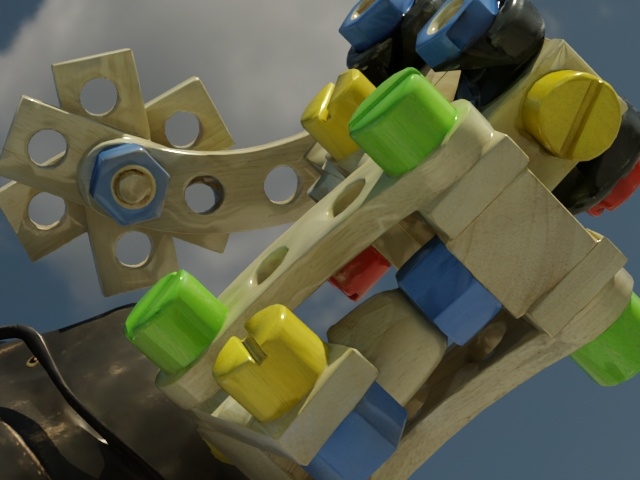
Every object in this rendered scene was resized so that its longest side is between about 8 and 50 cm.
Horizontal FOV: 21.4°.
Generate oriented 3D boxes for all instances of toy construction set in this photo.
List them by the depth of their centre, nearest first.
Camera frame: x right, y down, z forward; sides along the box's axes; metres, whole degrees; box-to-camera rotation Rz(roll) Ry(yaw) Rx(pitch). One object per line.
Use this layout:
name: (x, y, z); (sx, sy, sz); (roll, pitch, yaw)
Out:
toy construction set: (0.000, 0.000, 0.618); (0.215, 0.328, 0.151); (-48, -59, -2)

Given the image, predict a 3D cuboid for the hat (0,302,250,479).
hat: (-0.094, 0.101, 0.672); (0.134, 0.331, 0.331); (-39, -30, -24)
